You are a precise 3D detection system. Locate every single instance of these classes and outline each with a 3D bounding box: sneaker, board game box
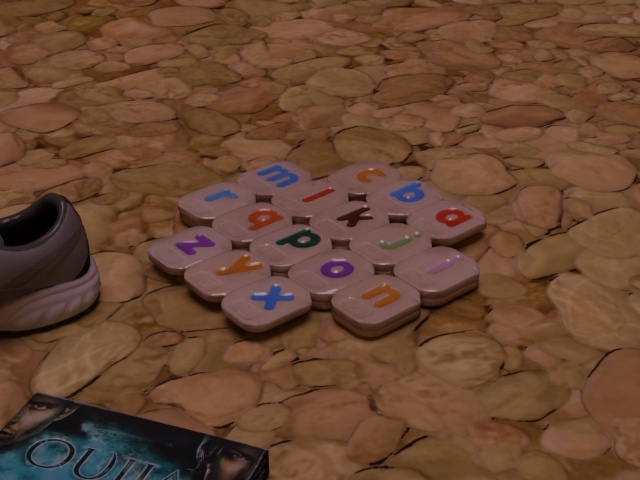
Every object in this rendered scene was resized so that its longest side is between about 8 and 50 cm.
[{"bbox_3d":[-0.305,0.039,0.877,0.272,0.108,0.100,-27,41,-34],"label":"sneaker"},{"bbox_3d":[-0.143,0.164,0.737,0.186,0.026,0.126,10,33,19],"label":"board game box"}]

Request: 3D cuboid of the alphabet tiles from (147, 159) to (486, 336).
[{"bbox_3d":[0.000,0.000,1.016,0.278,0.021,0.284,-24,37,-33],"label":"alphabet tiles"}]
